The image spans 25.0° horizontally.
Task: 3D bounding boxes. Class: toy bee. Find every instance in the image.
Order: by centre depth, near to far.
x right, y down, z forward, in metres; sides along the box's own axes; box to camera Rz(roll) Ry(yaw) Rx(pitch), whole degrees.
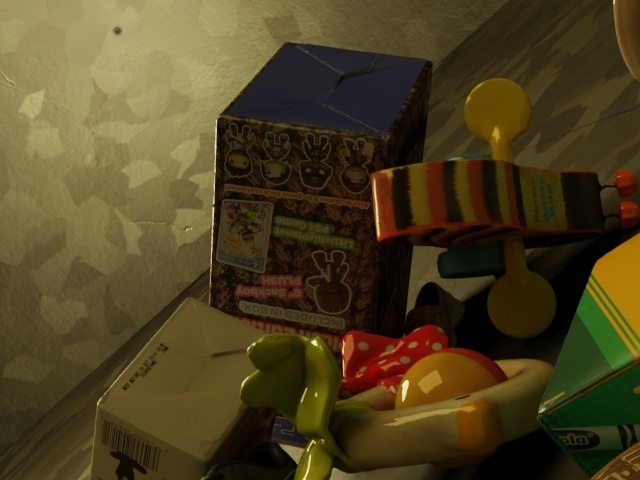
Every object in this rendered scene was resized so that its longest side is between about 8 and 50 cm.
[{"bbox_3d":[0.166,-0.036,1.161,0.162,0.195,0.298,-11,12,26],"label":"toy bee"}]

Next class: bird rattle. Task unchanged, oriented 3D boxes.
[{"bbox_3d":[0.070,0.124,0.987,0.207,0.143,0.253,-9,-4,34],"label":"bird rattle"}]

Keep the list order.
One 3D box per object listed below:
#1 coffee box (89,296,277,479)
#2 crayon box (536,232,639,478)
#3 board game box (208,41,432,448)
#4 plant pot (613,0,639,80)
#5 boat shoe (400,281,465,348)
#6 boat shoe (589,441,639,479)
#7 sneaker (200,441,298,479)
[{"bbox_3d":[-0.112,0.189,1.144,0.141,0.098,0.246,-51,-19,-46],"label":"coffee box"},{"bbox_3d":[0.255,0.014,0.748,0.278,0.081,0.165,-37,10,36],"label":"crayon box"},{"bbox_3d":[0.000,0.000,1.268,0.232,0.141,0.291,-61,-22,-63],"label":"board game box"},{"bbox_3d":[0.360,-0.244,1.266,0.110,0.237,0.237,17,51,37],"label":"plant pot"},{"bbox_3d":[0.094,0.080,1.289,0.050,0.045,0.135,-40,9,22],"label":"boat shoe"},{"bbox_3d":[0.134,0.160,0.653,0.170,0.059,0.063,-48,36,-13],"label":"boat shoe"},{"bbox_3d":[-0.078,0.212,0.955,0.101,0.106,0.267,-27,-6,29],"label":"sneaker"}]
